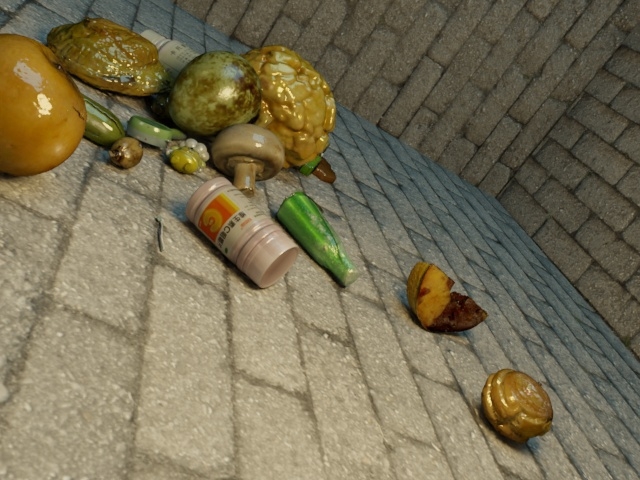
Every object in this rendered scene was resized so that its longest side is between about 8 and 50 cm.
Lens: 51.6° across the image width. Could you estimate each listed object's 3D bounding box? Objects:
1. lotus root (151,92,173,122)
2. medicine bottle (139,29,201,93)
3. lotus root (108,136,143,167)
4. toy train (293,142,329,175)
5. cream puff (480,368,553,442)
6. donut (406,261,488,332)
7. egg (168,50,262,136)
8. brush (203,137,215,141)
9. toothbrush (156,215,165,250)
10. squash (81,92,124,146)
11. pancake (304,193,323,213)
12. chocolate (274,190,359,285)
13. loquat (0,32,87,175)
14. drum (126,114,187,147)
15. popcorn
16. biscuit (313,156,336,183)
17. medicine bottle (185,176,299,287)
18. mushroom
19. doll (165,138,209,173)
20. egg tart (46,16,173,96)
[{"bbox_3d":[-0.434,-0.394,1.971,0.089,0.081,0.179,44,23,16],"label":"lotus root"},{"bbox_3d":[-0.458,-0.546,2.136,0.292,0.170,0.170,33,20,6],"label":"medicine bottle"},{"bbox_3d":[-0.454,-0.204,1.544,0.152,0.063,0.072,-59,136,-75],"label":"lotus root"},{"bbox_3d":[-0.028,-0.305,2.370,0.081,0.060,0.202,37,44,-2],"label":"toy train"},{"bbox_3d":[0.461,0.396,1.580,0.189,0.129,0.189,28,34,-21],"label":"cream puff"},{"bbox_3d":[0.327,0.177,1.858,0.295,0.151,0.112,38,2,-31],"label":"donut"},{"bbox_3d":[-0.302,-0.408,1.887,0.238,0.238,0.289,40,61,12],"label":"egg"},{"bbox_3d":[-0.376,-0.383,2.142,0.103,0.013,0.272,19,25,-39],"label":"brush"},{"bbox_3d":[-0.335,-0.015,1.392,0.013,0.011,0.131,38,16,-34],"label":"toothbrush"},{"bbox_3d":[-0.606,-0.318,1.522,0.340,0.094,0.094,25,23,-26],"label":"squash"},{"bbox_3d":[-0.036,-0.117,2.084,0.108,0.017,0.108,33,17,-12],"label":"pancake"},{"bbox_3d":[0.000,0.000,1.774,0.110,0.110,0.291,6,39,-54],"label":"chocolate"},{"bbox_3d":[-0.555,-0.244,1.206,0.263,0.263,0.263,31,21,-13],"label":"loquat"},{"bbox_3d":[-0.443,-0.296,1.781,0.130,0.049,0.253,22,11,-4],"label":"drum"},{"bbox_3d":[-0.129,-0.432,2.154,0.353,0.390,0.344,1,14,-15],"label":"popcorn"},{"bbox_3d":[-0.041,-0.316,2.484,0.186,0.044,0.295,3,38,-52],"label":"biscuit"},{"bbox_3d":[-0.176,-0.019,1.482,0.249,0.133,0.133,43,21,16],"label":"medicine bottle"},{"bbox_3d":[-0.203,-0.210,1.829,0.207,0.207,0.215,22,57,-32],"label":"mushroom"},{"bbox_3d":[-0.349,-0.224,1.756,0.106,0.062,0.162,30,20,-8],"label":"doll"},{"bbox_3d":[-0.609,-0.539,1.917,0.351,0.153,0.339,36,23,16],"label":"egg tart"}]
